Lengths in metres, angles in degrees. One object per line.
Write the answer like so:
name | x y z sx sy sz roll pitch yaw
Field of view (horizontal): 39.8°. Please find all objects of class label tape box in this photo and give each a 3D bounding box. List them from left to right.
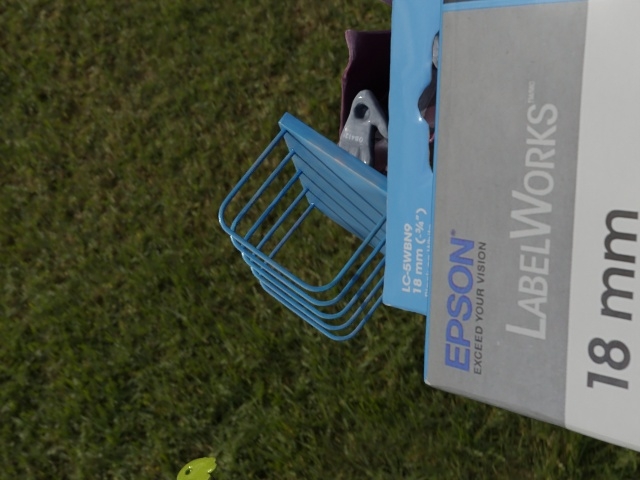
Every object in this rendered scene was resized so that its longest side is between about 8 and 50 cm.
label tape box | 0.119 -0.051 0.347 0.333 0.106 0.241 10 102 45

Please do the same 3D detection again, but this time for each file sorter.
file sorter | 0.000 0.000 0.725 0.118 0.170 0.104 35 79 18

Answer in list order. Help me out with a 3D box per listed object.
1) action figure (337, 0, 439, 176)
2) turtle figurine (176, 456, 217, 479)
action figure | 0.167 -0.147 0.909 0.248 0.370 0.276 -14 85 45
turtle figurine | -0.091 0.346 1.007 0.269 0.217 0.087 -44 25 -17
